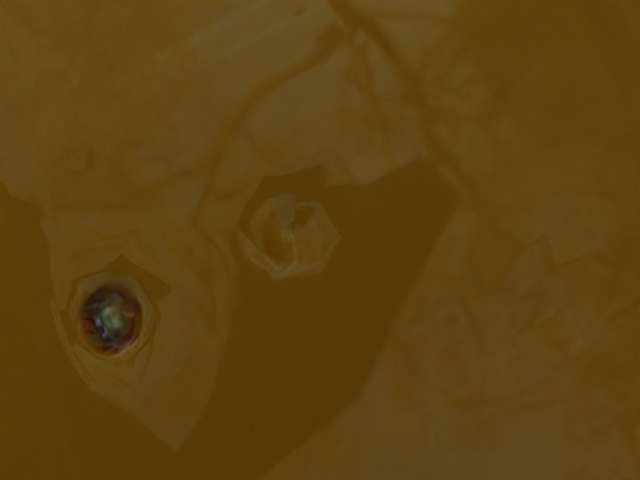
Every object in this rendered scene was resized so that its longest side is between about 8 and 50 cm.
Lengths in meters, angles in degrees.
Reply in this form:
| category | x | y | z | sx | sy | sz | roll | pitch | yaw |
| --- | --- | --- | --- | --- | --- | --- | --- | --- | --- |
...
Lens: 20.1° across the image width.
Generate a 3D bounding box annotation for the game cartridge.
| category | x | y | z | sx | sy | sz | roll | pitch | yaw |
| --- | --- | --- | --- | --- | --- | --- | --- | --- | --- |
| game cartridge | 0.000 | 0.000 | 0.631 | 0.052 | 0.323 | 0.285 | 17 | -128 | -64 |
